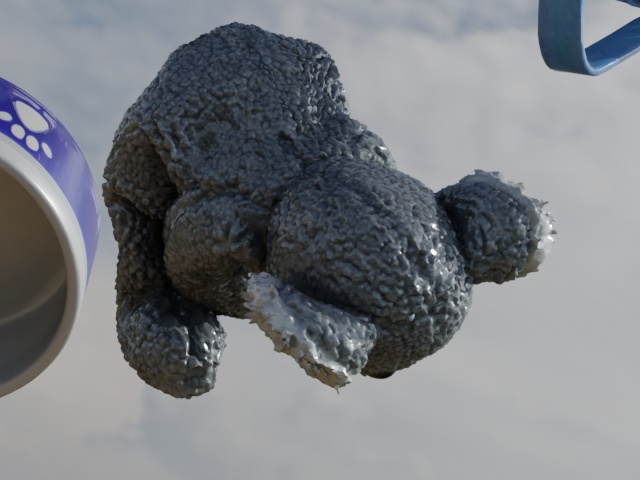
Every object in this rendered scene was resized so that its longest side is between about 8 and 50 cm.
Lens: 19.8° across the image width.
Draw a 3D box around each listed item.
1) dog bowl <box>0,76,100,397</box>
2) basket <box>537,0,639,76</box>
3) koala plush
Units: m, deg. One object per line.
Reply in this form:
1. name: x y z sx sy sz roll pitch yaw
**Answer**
1. dog bowl: -0.305 -0.004 1.406 0.265 0.104 0.264 2 -56 3
2. basket: 0.198 -0.232 1.010 0.201 0.254 0.289 12 18 27
3. koala plush: 0.000 0.000 0.993 0.221 0.196 0.203 34 -39 52
